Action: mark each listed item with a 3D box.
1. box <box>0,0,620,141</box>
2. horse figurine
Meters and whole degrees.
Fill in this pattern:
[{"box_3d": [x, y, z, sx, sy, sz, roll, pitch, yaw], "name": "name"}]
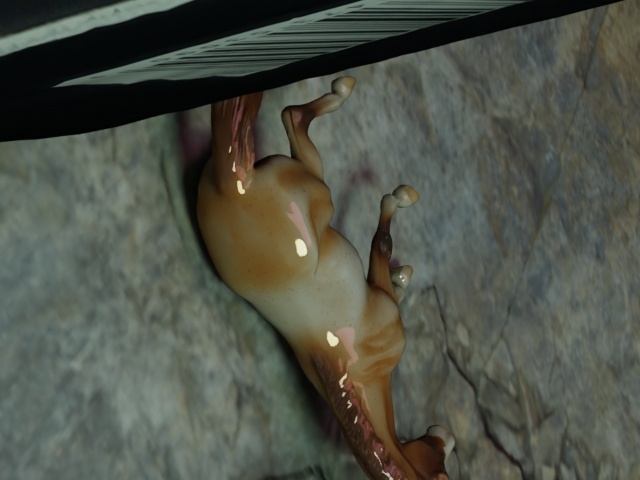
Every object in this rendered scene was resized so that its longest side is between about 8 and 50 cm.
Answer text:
[{"box_3d": [-0.026, -0.298, 0.567, 0.297, 0.479, 0.472, -12, 91, -59], "name": "box"}, {"box_3d": [0.000, 0.000, 0.910, 0.263, 0.066, 0.174, 60, 31, -32], "name": "horse figurine"}]
